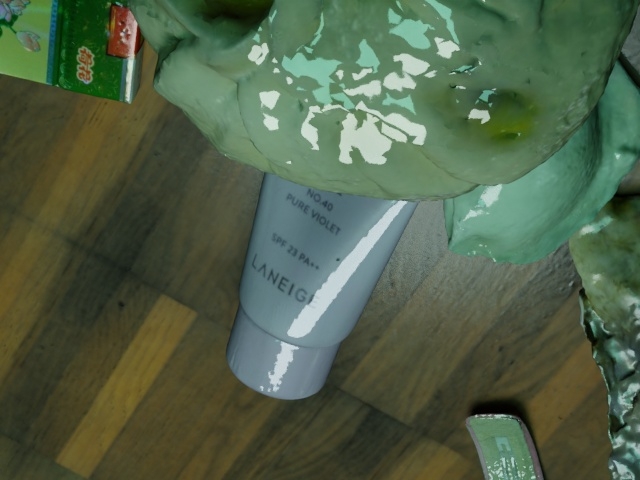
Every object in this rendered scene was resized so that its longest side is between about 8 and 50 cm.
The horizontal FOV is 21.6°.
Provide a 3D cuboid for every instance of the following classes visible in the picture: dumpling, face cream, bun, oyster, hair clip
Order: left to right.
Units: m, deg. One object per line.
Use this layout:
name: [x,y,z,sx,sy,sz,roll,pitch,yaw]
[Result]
face cream: [0.000,0.000,1.346,0.154,0.096,0.273,37,127,26]
bun: [0.030,-0.190,1.094,0.365,0.219,0.365,7,109,20]
hair clip: [0.168,0.202,1.496,0.054,0.022,0.137,-8,122,19]
dumpling: [0.160,-0.087,1.259,0.105,0.149,0.216,20,114,43]
oyster: [0.288,0.126,1.361,0.166,0.110,0.341,-2,111,6]

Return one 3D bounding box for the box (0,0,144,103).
box: [-0.251,-0.192,1.303,0.235,0.034,0.132,14,126,2]
